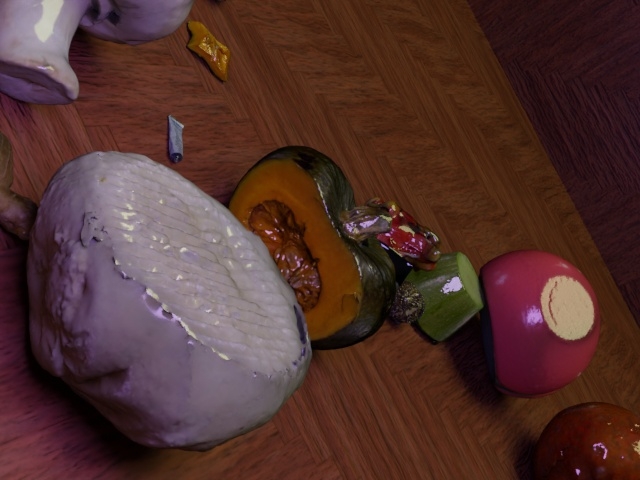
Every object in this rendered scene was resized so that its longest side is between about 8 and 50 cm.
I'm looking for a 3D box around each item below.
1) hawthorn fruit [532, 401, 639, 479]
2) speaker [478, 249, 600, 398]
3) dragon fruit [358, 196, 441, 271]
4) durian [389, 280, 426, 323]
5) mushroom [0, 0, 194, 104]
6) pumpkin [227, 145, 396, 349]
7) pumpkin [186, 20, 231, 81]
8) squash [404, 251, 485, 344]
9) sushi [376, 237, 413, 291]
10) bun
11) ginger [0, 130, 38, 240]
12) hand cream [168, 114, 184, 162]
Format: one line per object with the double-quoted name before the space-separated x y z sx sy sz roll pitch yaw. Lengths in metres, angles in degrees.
"hawthorn fruit" 0.543 0.435 2.092 0.276 0.276 0.307 52 13 -17
"speaker" 0.411 0.165 2.093 0.294 0.294 0.294 42 32 -34
"dragon fruit" 0.133 0.002 1.906 0.133 0.208 0.150 -6 112 -49
"durian" 0.147 0.108 1.899 0.080 0.080 0.091 35 20 -42
"mushroom" -0.284 -0.361 1.336 0.315 0.315 0.356 23 34 -51
"pumpkin" 0.000 0.000 1.567 0.139 0.222 0.317 1 63 -60
"pumpkin" -0.182 -0.323 1.777 0.101 0.035 0.073 40 30 -33
"squash" 0.233 0.101 2.011 0.170 0.123 0.170 49 27 -35
"sushi" 0.018 0.002 1.745 0.273 0.134 0.109 40 12 -3
"bun" -0.185 0.082 1.177 0.360 0.211 0.359 41 22 -21
"ginger" -0.363 -0.075 1.175 0.096 0.067 0.165 -95 160 -49
"hand cream" -0.215 -0.148 1.567 0.030 0.019 0.093 38 27 -35
